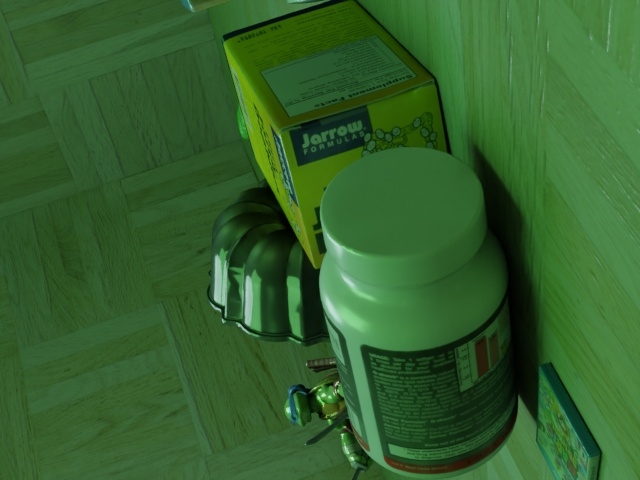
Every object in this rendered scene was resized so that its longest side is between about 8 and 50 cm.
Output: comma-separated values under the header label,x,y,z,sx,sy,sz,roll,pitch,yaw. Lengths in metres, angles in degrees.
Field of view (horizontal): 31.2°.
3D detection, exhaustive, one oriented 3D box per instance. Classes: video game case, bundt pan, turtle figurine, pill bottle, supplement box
label,x,y,z,sx,sy,sz,roll,pitch,yaw
video game case,0.267,0.225,1.249,0.166,0.015,0.119,78,170,-51
bundt pan,0.000,0.000,1.555,0.331,0.330,0.124,-119,21,-59
turtle figurine,0.091,0.287,1.802,0.275,0.266,0.198,-123,15,-67
pill bottle,0.112,0.088,1.298,0.210,0.210,0.363,-115,9,-46
supplement box,0.017,-0.152,1.476,0.356,0.194,0.195,-119,12,-59

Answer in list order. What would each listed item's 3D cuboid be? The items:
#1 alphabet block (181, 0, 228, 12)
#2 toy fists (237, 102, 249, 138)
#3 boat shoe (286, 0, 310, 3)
label,x,y,z,sx,sy,sz,roll,pitch,yaw
alphabet block,-0.169,-0.521,1.989,0.192,0.197,0.194,-128,20,-70
toy fists,-0.109,-0.280,2.438,0.279,0.142,0.096,146,105,-83
boat shoe,0.022,-0.333,1.290,0.306,0.113,0.105,-157,55,-78
